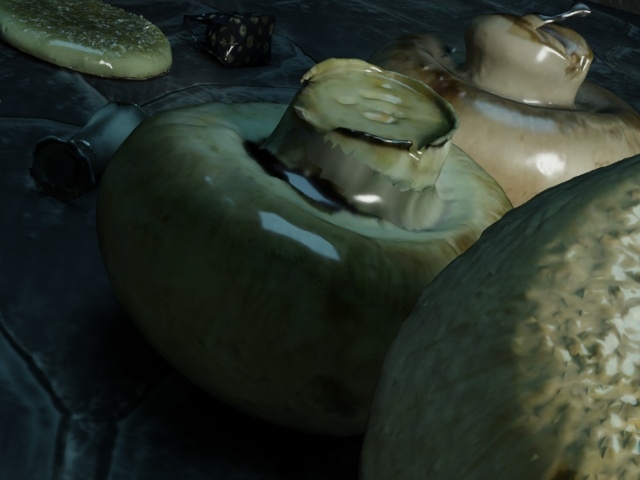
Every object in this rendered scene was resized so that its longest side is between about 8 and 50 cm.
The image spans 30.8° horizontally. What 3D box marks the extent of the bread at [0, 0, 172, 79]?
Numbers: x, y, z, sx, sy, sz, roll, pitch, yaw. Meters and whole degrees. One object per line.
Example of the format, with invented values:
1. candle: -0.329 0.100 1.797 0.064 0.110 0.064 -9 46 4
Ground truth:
1. bread: -0.325 -0.287 1.582 0.267 0.040 0.267 15 24 -7

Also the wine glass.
1. wine glass: -0.232 -0.094 1.194 0.072 0.072 0.155 21 25 8

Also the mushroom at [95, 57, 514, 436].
1. mushroom: 0.000 0.000 0.917 0.352 0.260 0.352 15 29 -9

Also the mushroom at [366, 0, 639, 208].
1. mushroom: 0.221 -0.152 1.349 0.362 0.294 0.362 13 23 -6

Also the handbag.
1. handbag: -0.149 -0.317 1.732 0.139 0.072 0.115 27 27 30

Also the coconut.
1. coconut: 0.192 0.169 0.570 0.345 0.415 0.415 -8 23 7
